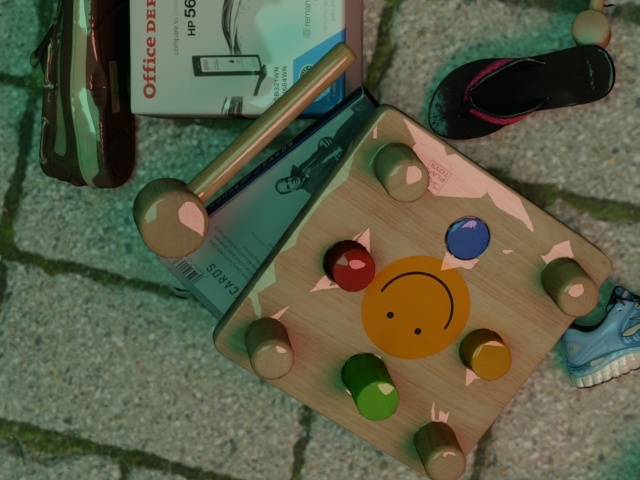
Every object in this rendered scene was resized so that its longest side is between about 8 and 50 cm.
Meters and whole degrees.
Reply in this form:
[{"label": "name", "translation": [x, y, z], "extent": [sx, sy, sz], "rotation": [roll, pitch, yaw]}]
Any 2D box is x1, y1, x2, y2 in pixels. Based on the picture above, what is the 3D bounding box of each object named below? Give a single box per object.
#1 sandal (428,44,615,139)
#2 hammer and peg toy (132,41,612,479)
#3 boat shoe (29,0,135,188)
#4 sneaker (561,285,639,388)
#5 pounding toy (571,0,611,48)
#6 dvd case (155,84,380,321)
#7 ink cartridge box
[{"label": "sandal", "translation": [0.167, -0.132, 1.270], "extent": [0.179, 0.040, 0.067], "rotation": [-13, 94, 33]}, {"label": "hammer and peg toy", "translation": [0.040, 0.019, 1.213], "extent": [0.361, 0.127, 0.266], "rotation": [34, 101, -18]}, {"label": "boat shoe", "translation": [-0.233, -0.178, 1.370], "extent": [0.095, 0.095, 0.257], "rotation": [3, 93, 21]}, {"label": "sneaker", "translation": [0.280, 0.068, 1.256], "extent": [0.162, 0.063, 0.073], "rotation": [-26, 82, 14]}, {"label": "pounding toy", "translation": [0.299, -0.226, 1.222], "extent": [0.206, 0.094, 0.181], "rotation": [-36, 83, 13]}, {"label": "dvd case", "translation": [0.000, 0.000, 1.303], "extent": [0.239, 0.029, 0.179], "rotation": [-37, 113, 14]}, {"label": "ink cartridge box", "translation": [-0.067, -0.185, 1.326], "extent": [0.203, 0.086, 0.148], "rotation": [1, 93, 14]}]
